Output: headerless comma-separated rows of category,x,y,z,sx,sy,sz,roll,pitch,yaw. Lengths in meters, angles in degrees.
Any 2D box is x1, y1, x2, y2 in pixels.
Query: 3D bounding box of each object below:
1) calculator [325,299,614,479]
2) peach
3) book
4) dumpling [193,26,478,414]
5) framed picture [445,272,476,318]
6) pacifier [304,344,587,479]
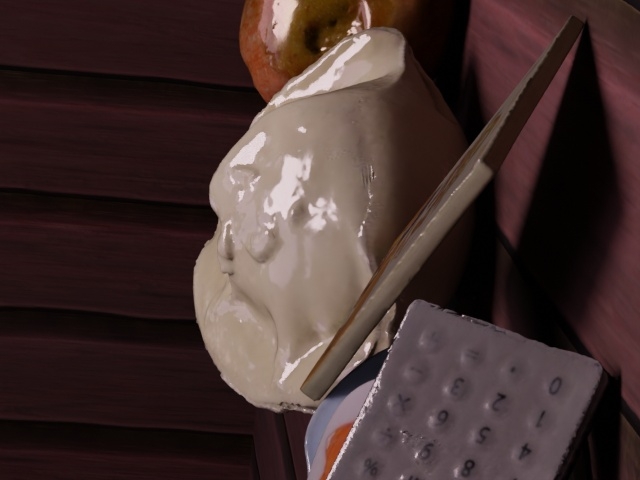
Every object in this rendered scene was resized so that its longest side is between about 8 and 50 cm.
calculator,0.074,0.176,1.213,0.261,0.161,0.021,-64,-29,-13
peach,0.036,-0.227,1.882,0.235,0.214,0.214,-26,49,34
book,0.091,-0.021,1.384,0.295,0.020,0.208,-54,0,43
dumpling,0.000,0.000,1.709,0.315,0.233,0.395,-32,47,35
framed picture,0.120,0.085,1.789,0.203,0.015,0.150,-103,18,-68
pacifier,0.096,0.220,1.344,0.233,0.244,0.299,55,-136,-48
